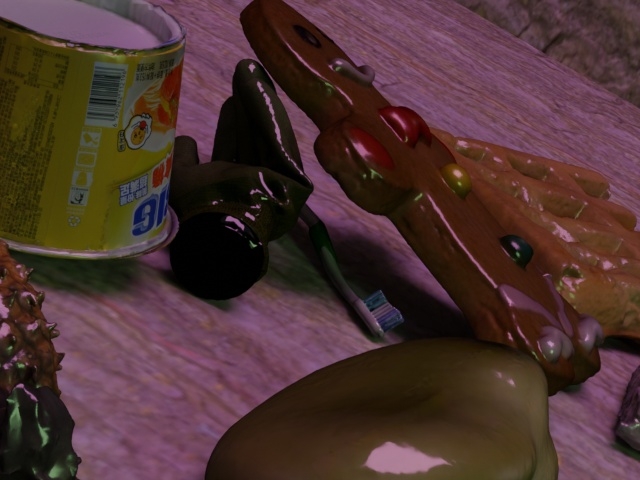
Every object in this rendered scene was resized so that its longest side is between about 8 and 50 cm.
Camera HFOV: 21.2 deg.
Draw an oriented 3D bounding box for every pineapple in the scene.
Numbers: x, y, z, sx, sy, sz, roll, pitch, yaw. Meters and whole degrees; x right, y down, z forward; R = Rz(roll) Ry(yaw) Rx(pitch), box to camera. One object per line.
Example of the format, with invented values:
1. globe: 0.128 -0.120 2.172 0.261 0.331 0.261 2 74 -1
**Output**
1. pineapple: -0.156 0.101 0.857 0.125 0.125 0.251 10 30 -45

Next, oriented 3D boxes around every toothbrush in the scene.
1. toothbrush: -0.002 0.001 1.486 0.030 0.030 0.304 17 19 -31

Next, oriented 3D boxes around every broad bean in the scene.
1. broad bean: 0.040 0.123 1.030 0.189 0.121 0.263 5 4 33

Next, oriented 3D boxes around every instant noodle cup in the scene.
1. instant noodle cup: -0.186 -0.093 1.205 0.205 0.153 0.205 12 24 -5

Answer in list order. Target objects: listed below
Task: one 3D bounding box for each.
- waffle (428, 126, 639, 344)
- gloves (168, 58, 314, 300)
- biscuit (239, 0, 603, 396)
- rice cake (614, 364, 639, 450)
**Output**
1. waffle: 0.255 0.001 1.785 0.304 0.078 0.348 13 23 -36
2. gloves: -0.070 -0.045 1.371 0.135 0.107 0.268 -6 37 8
3. biscuit: 0.088 -0.053 1.449 0.432 0.064 0.283 52 15 10
4. rice cake: 0.303 0.135 1.524 0.055 0.049 0.270 45 19 7
